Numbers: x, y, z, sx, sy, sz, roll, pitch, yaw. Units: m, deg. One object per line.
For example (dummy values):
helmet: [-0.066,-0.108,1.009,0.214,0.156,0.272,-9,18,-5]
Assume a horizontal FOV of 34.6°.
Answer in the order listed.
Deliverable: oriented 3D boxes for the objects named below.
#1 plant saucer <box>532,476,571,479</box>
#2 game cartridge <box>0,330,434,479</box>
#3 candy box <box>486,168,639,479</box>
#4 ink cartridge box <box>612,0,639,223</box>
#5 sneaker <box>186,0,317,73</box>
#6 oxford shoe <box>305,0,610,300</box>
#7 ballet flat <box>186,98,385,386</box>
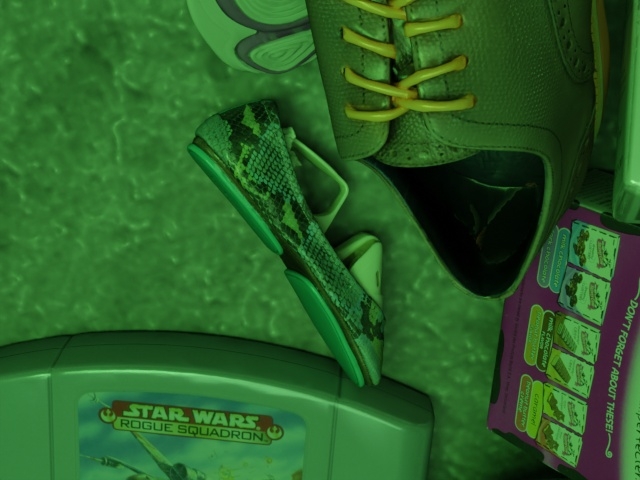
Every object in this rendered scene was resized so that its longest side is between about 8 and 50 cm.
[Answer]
plant saucer: [0.171,0.194,0.646,0.195,0.037,0.195,10,139,9]
game cartridge: [-0.081,0.158,0.669,0.297,0.062,0.198,5,117,2]
candy box: [0.202,0.072,0.526,0.071,0.233,0.159,-14,119,-37]
ink cartridge box: [0.286,-0.117,0.481,0.275,0.060,0.239,6,76,11]
sneaker: [-0.028,-0.224,0.485,0.114,0.152,0.305,-12,134,-10]
oxford shoe: [0.050,-0.106,0.396,0.130,0.132,0.363,0,147,26]
ballet flat: [0.000,0.000,0.595,0.070,0.070,0.188,-28,111,15]
